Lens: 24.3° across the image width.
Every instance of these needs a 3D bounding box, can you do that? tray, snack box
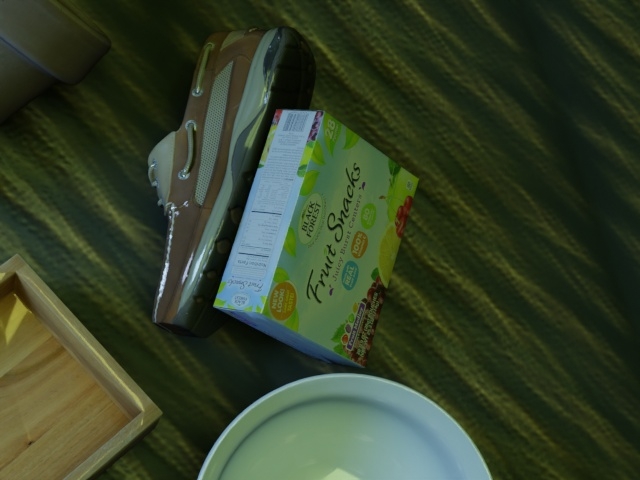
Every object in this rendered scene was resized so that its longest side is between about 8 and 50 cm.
[{"bbox_3d":[-0.362,0.218,1.314,0.411,0.076,0.203,-41,83,-23],"label":"tray"},{"bbox_3d":[0.000,0.000,1.455,0.174,0.070,0.207,32,69,-47],"label":"snack box"}]

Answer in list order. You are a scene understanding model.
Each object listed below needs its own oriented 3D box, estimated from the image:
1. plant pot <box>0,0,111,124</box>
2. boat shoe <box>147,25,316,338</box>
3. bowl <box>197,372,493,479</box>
[{"bbox_3d":[-0.366,-0.185,1.385,0.263,0.263,0.229,42,93,-2],"label":"plant pot"},{"bbox_3d":[-0.105,-0.064,1.478,0.119,0.122,0.324,12,75,22],"label":"boat shoe"},{"bbox_3d":[0.013,0.280,1.420,0.297,0.134,0.298,2,79,-12],"label":"bowl"}]
